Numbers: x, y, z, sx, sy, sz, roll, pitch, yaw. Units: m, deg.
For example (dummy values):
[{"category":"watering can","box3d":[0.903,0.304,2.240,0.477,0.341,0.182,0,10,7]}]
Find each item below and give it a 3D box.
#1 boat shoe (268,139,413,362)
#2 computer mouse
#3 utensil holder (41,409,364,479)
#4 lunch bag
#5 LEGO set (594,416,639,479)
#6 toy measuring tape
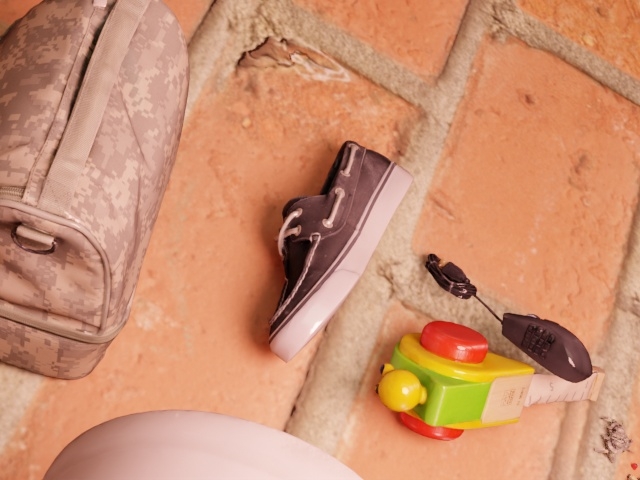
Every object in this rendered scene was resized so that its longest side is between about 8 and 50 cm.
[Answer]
[{"category":"boat shoe","box3d":[0.000,0.000,1.416,0.102,0.108,0.301,35,49,-4]},{"category":"computer mouse","box3d":[0.198,0.072,1.445,0.071,0.041,0.242,11,21,-50]},{"category":"utensil holder","box3d":[-0.124,0.360,0.936,0.327,0.327,0.385,34,37,-5]},{"category":"lunch bag","box3d":[-0.235,-0.067,1.239,0.212,0.256,0.305,23,53,-13]},{"category":"LEGO set","box3d":[0.332,0.229,1.497,0.054,0.023,0.083,-29,77,-37]},{"category":"toy measuring tape","box3d":[0.167,0.141,1.431,0.330,0.121,0.121,0,60,-46]}]
